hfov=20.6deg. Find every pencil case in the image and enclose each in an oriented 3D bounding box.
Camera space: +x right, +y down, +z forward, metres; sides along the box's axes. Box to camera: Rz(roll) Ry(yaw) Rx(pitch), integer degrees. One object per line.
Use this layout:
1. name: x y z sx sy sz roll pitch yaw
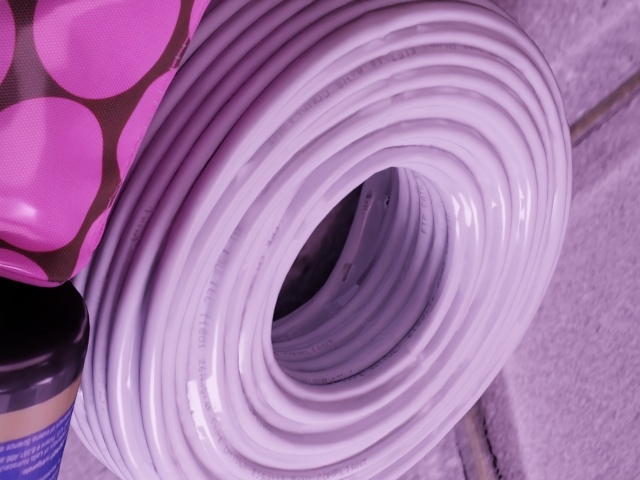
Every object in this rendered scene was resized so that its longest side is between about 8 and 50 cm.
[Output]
1. pencil case: -0.078 -0.086 0.582 0.098 0.095 0.209 23 97 -36

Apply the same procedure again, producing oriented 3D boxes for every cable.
1. cable: 0.000 0.000 0.735 0.257 0.089 0.257 -35 137 -23

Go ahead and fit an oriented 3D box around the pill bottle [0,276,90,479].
1. pill bottle: -0.161 0.110 0.621 0.123 0.123 0.219 -6 121 -43
